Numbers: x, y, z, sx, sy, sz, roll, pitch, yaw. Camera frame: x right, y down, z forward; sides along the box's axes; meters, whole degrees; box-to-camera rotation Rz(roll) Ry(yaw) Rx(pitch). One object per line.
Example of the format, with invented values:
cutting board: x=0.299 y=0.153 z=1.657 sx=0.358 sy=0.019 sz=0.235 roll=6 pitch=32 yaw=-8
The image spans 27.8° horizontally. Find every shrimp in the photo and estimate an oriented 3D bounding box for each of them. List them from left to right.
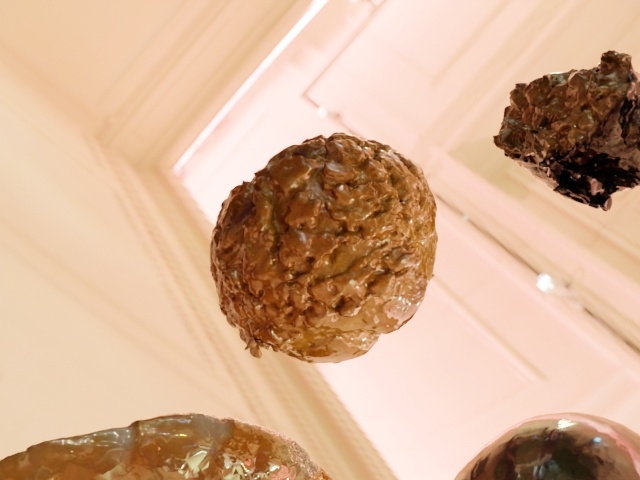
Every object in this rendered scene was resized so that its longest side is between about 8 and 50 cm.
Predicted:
shrimp: x=-0.071 y=0.198 z=0.789 sx=0.185 sy=0.287 sz=0.068 roll=-53 pitch=-159 yaw=-10

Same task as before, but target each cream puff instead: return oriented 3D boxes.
cream puff: x=0.000 y=0.002 z=0.743 sx=0.144 sy=0.103 sz=0.126 roll=-29 pitch=-115 yaw=11

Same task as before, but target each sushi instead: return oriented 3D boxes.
sushi: x=0.266 y=-0.108 z=1.345 sx=0.147 sy=0.115 sz=0.212 roll=-67 pitch=-159 yaw=-6

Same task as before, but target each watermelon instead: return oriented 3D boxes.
watermelon: x=0.254 y=0.332 z=1.350 sx=0.279 sy=0.279 sz=0.359 roll=-37 pitch=-174 yaw=25
